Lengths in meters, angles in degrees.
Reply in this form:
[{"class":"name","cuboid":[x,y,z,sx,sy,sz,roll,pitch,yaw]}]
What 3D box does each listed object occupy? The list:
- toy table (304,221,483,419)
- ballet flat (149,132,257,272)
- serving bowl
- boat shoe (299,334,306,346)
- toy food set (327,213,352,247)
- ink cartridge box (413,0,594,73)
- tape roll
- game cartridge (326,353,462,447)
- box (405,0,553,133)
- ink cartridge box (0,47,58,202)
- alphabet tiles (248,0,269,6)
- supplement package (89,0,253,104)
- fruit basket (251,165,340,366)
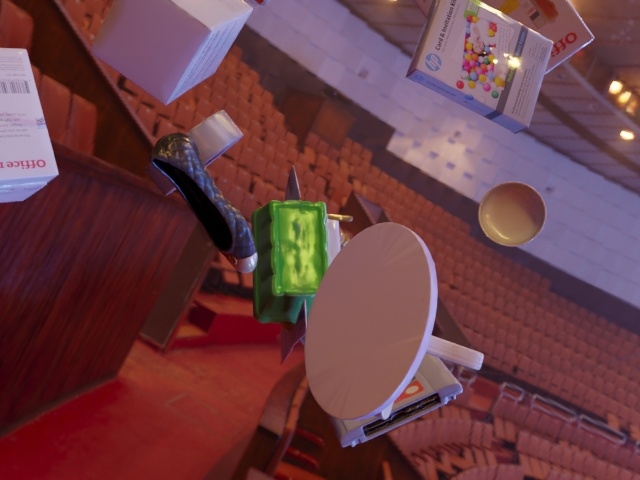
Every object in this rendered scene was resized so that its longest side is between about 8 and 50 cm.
[{"class":"toy table","cuboid":[0.098,0.127,0.965,0.252,0.274,0.161,28,-1,32]},{"class":"ballet flat","cuboid":[-0.121,-0.032,0.688,0.058,0.049,0.173,-8,-58,41]},{"class":"serving bowl","cuboid":[0.246,-0.032,0.853,0.083,0.083,0.027,28,1,15]},{"class":"boat shoe","cuboid":[-0.061,0.110,1.684,0.324,0.117,0.123,65,-5,-13]},{"class":"toy food set","cuboid":[0.000,0.000,1.562,0.133,0.038,0.192,7,33,15]},{"class":"ink cartridge box","cuboid":[0.426,-0.551,1.594,0.384,0.279,0.160,53,23,-5]},{"class":"tape roll","cuboid":[-0.275,-0.191,1.450,0.072,0.219,0.219,52,-4,-8]},{"class":"game cartridge","cuboid":[0.152,0.346,1.519,0.196,0.294,0.060,-130,-162,-69]},{"class":"box","cuboid":[0.228,-0.256,0.938,0.186,0.145,0.038,24,-14,-13]},{"class":"ink cartridge box","cuboid":[-0.587,-0.189,1.137,0.171,0.232,0.168,-11,-5,-44]},{"class":"alphabet tiles","cuboid":[-0.209,-0.725,1.684,0.278,0.021,0.284,32,-39,-29]},{"class":"supplement package","cuboid":[-0.167,-0.249,0.777,0.105,0.105,0.179,36,26,-7]},{"class":"fruit basket","cuboid":[-0.055,0.067,1.352,0.166,0.326,0.353,-1,-21,-5]}]
